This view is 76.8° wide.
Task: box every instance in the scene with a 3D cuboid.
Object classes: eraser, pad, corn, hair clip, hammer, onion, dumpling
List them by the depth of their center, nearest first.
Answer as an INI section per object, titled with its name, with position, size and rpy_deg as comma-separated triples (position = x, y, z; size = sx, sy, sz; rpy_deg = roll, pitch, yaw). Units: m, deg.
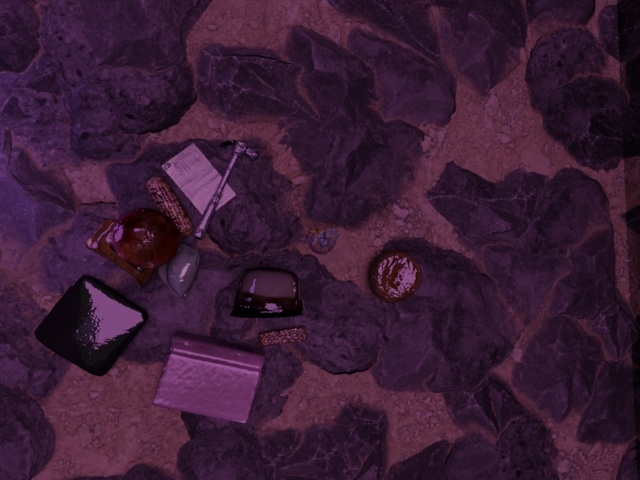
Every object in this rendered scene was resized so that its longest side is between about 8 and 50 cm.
[onion]
position = -0.615, -0.020, 1.423
size = 0.230, 0.163, 0.229
rpy_deg = 6, 67, -14
[corn]
position = -0.572, -0.127, 1.538
size = 0.086, 0.086, 0.253
rpy_deg = -31, 98, -11
[dumpling]
position = -0.539, 0.120, 1.549
size = 0.105, 0.149, 0.216
rpy_deg = 8, 96, -51
[eraser]
position = -0.423, 0.526, 1.557
size = 0.359, 0.122, 0.272
rpy_deg = 16, 89, -12
[pad]
position = -0.479, -0.237, 1.598
size = 0.159, 0.009, 0.265
rpy_deg = -40, 99, -11
[hammer]
position = -0.390, -0.198, 1.598
size = 0.152, 0.044, 0.426
rpy_deg = 23, 85, -13
[hair clip]
position = 0.000, 0.000, 1.696
size = 0.172, 0.049, 0.116
rpy_deg = 6, 102, -21

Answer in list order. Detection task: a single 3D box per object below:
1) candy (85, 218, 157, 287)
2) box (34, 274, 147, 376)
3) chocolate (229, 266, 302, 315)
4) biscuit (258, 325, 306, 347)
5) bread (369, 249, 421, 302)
[candy]
position = -0.727, 0.043, 1.498
size = 0.271, 0.101, 0.143
rpy_deg = 38, 90, -4
[box]
position = -0.835, 0.311, 1.483
size = 0.290, 0.073, 0.289
rpy_deg = 37, 82, -10
[chocolate]
position = -0.199, 0.199, 1.554
size = 0.284, 0.283, 0.186
rpy_deg = 1, 74, -13
[biscuit]
position = -0.156, 0.395, 1.660
size = 0.199, 0.034, 0.064
rpy_deg = -7, 91, -13
[bread]
position = 0.312, 0.149, 1.726
size = 0.230, 0.123, 0.229
rpy_deg = 0, 92, -8
